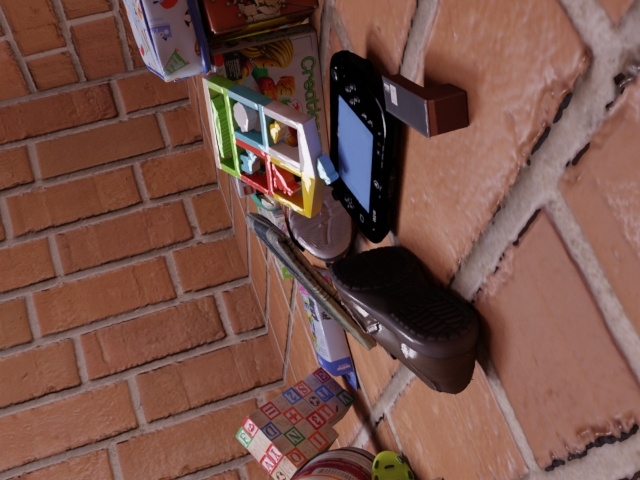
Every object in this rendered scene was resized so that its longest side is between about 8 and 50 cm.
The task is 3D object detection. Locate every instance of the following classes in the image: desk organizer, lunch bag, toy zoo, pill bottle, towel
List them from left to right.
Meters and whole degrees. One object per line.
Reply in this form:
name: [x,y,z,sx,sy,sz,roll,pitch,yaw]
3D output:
lunch bag: [-0.285,-0.407,1.388,0.303,0.115,0.243,-134,27,-64]
toy zoo: [-0.086,-0.157,1.317,0.293,0.030,0.192,30,141,33]
towel: [-0.018,0.075,1.645,0.324,0.056,0.312,50,173,-18]
pill bottle: [0.034,0.585,1.676,0.392,0.224,0.224,14,-123,-77]
desk organizer: [0.122,-0.165,0.908,0.130,0.050,0.047,-127,24,-60]

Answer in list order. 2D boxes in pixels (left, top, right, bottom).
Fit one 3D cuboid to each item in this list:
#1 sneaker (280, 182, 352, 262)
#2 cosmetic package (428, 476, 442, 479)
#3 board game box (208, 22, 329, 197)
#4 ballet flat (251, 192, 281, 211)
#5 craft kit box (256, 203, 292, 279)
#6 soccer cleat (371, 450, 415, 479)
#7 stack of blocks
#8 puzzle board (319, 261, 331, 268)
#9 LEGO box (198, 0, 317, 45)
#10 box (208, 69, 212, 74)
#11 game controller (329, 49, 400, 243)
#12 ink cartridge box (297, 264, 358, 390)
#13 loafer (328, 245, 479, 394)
sneaker: [-0.001,-0.027,1.574,0.321,0.125,0.180,-116,5,-49]
cosmetic package: [0.126,0.519,1.375,0.085,0.231,0.117,-118,16,-45]
board game box: [-0.090,-0.240,1.452,0.053,0.193,0.305,-120,17,-50]
ballet flat: [-0.147,-0.136,2.007,0.087,0.083,0.247,51,179,43]
craft kit box: [-0.136,-0.055,2.277,0.250,0.061,0.246,-119,19,-46]
soccer cleat: [0.175,0.572,1.566,0.121,0.093,0.289,84,164,-51]
stack of blocks: [-0.042,0.453,1.894,0.171,0.297,0.087,42,127,18]
puzzle board: [0.000,0.000,1.812,0.096,0.011,0.128,-155,49,-73]
LEGO box: [-0.194,-0.561,1.498,0.500,0.193,0.372,-162,56,-76]
box: [-0.128,-0.272,1.608,0.233,0.059,0.183,37,-177,-23]
game controller: [0.064,-0.135,1.187,0.319,0.067,0.166,88,162,-52]
ink cartridge box: [0.014,0.223,1.937,0.186,0.065,0.311,-174,67,-78]
loafer: [0.111,0.116,1.137,0.366,0.134,0.130,-131,27,-64]
